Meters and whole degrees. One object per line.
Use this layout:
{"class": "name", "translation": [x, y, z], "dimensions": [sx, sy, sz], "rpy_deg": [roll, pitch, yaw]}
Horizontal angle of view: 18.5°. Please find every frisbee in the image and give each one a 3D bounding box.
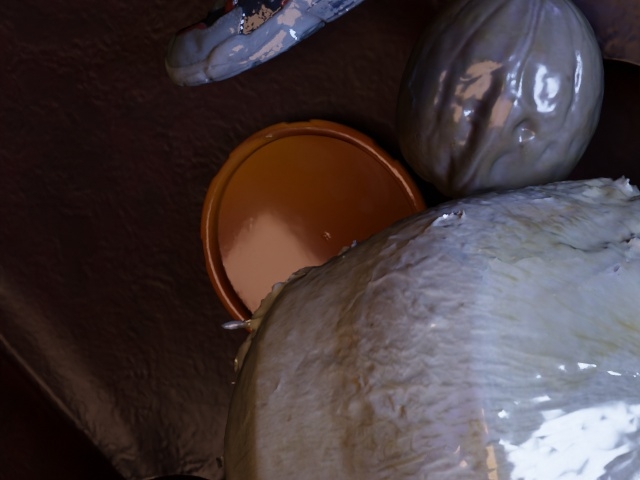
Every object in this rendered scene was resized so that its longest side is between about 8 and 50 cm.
{"class": "frisbee", "translation": [0.000, 0.000, 1.496], "dimensions": [0.192, 0.035, 0.192], "rpy_deg": [6, 107, 21]}

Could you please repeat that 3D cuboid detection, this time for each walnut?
{"class": "walnut", "translation": [0.125, -0.100, 1.362], "dimensions": [0.140, 0.140, 0.162], "rpy_deg": [32, 123, 13]}

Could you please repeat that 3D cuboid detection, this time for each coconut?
{"class": "coconut", "translation": [0.136, 0.130, 1.291], "dimensions": [0.360, 0.346, 0.346], "rpy_deg": [-17, 97, 35]}

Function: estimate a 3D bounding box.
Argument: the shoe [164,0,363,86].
{"class": "shoe", "translation": [-0.037, -0.201, 1.420], "dimensions": [0.227, 0.099, 0.125], "rpy_deg": [-29, 99, 22]}
